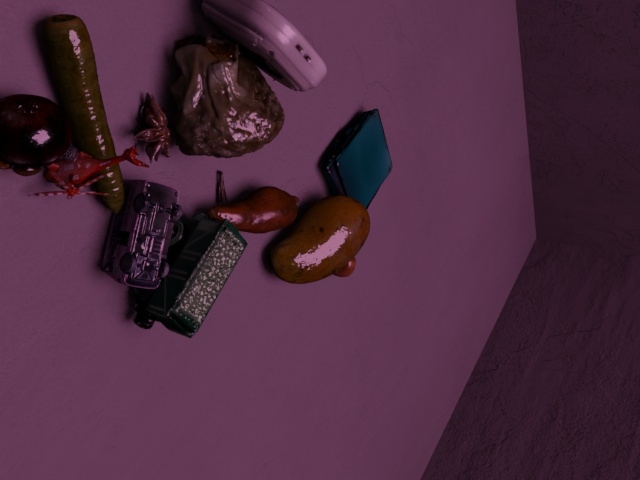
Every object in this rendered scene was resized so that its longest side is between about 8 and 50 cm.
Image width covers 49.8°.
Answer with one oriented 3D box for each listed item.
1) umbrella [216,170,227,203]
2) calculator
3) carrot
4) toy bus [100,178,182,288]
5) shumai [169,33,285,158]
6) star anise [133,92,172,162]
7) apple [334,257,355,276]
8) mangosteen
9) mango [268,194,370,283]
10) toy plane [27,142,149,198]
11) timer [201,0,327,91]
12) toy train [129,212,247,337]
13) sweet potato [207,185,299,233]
[{"bbox_3d":[-0.219,-0.114,1.532,0.020,0.031,0.083,-4,104,-24],"label":"umbrella"},{"bbox_3d":[0.108,-0.215,1.974,0.274,0.058,0.248,-57,143,-30],"label":"calculator"},{"bbox_3d":[-0.395,-0.204,1.184,0.074,0.074,0.358,-42,136,-43],"label":"carrot"},{"bbox_3d":[-0.341,-0.014,1.300,0.096,0.108,0.198,16,84,-53],"label":"toy bus"},{"bbox_3d":[-0.189,-0.297,1.364,0.256,0.189,0.218,-55,143,-42],"label":"shumai"},{"bbox_3d":[-0.316,-0.199,1.326,0.129,0.056,0.124,66,27,-58],"label":"star anise"},{"bbox_3d":[0.062,0.064,1.981,0.071,0.084,0.084,-59,154,-76],"label":"apple"},{"bbox_3d":[-0.457,-0.158,1.071,0.140,0.140,0.140,-25,121,-51],"label":"mangosteen"},{"bbox_3d":[0.007,0.005,1.800,0.176,0.175,0.329,43,53,-3],"label":"mango"},{"bbox_3d":[-0.379,-0.122,1.126,0.126,0.194,0.077,11,65,-44],"label":"toy plane"},{"bbox_3d":[-0.115,-0.405,1.383,0.087,0.262,0.237,-50,145,0],"label":"timer"},{"bbox_3d":[-0.275,0.062,1.384,0.269,0.154,0.115,-62,142,-23],"label":"toy train"},{"bbox_3d":[-0.125,-0.072,1.602,0.359,0.112,0.112,-25,122,-65],"label":"sweet potato"}]
